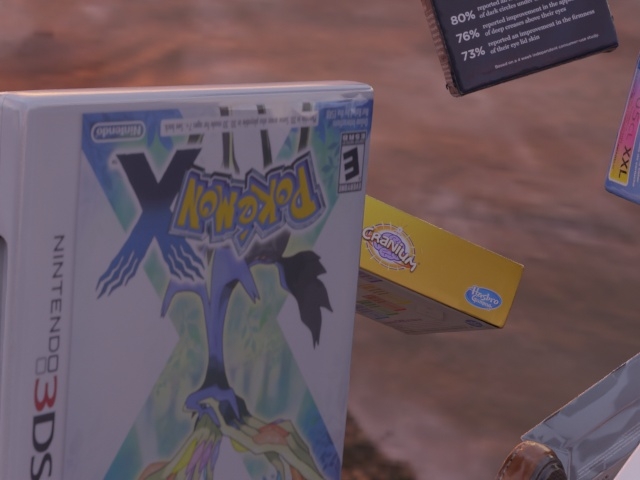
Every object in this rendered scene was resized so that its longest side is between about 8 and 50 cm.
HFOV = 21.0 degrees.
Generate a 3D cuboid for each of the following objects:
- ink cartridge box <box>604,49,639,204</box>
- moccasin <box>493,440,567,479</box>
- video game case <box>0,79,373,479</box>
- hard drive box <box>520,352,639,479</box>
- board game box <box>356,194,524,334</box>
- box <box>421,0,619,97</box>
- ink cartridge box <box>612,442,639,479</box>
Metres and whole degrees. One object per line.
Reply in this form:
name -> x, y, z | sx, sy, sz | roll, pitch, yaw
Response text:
ink cartridge box -> 0.423, -0.059, 1.393 | 0.270, 0.151, 0.395 | 10, 6, -9
moccasin -> 0.128, 0.354, 1.808 | 0.139, 0.380, 0.147 | -11, 47, -48
video game case -> -0.083, 0.053, 1.078 | 0.036, 0.300, 0.329 | 12, 12, 35
hard drive box -> 0.335, 0.240, 1.978 | 0.181, 0.232, 0.089 | -34, 64, -4
board game box -> 0.000, 0.000, 1.624 | 0.316, 0.064, 0.242 | 24, -11, -15
box -> 0.163, -0.249, 1.561 | 0.153, 0.207, 0.108 | -16, 4, 1
ink cartridge box -> 0.162, 0.187, 0.737 | 0.092, 0.160, 0.219 | 8, 41, 40
